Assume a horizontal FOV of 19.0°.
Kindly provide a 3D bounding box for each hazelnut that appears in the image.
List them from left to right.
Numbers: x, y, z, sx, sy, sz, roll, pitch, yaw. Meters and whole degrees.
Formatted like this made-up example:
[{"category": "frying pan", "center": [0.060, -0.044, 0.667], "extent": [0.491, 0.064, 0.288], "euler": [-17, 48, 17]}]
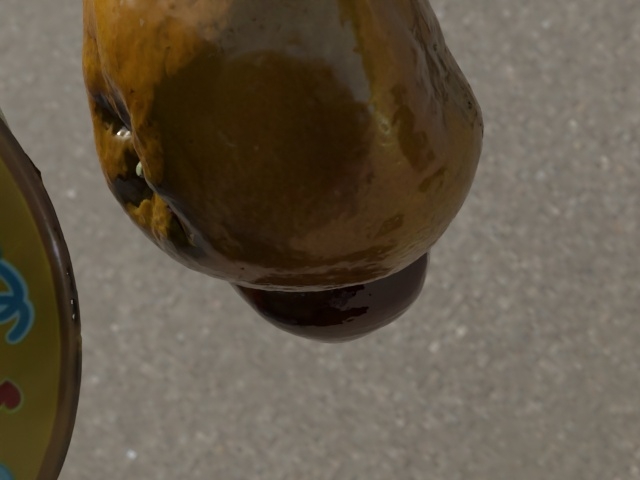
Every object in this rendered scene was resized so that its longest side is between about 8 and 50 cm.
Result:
[{"category": "hazelnut", "center": [0.000, 0.000, 1.883], "extent": [0.229, 0.229, 0.229], "euler": [-27, 44, 29]}]

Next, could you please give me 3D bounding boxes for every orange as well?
[{"category": "orange", "center": [-0.030, -0.081, 1.044], "extent": [0.183, 0.249, 0.249], "euler": [-41, 32, -22]}]

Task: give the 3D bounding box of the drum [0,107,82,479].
[{"category": "drum", "center": [-0.335, 0.022, 0.894], "extent": [0.431, 0.431, 0.214], "euler": [-47, 30, 6]}]
